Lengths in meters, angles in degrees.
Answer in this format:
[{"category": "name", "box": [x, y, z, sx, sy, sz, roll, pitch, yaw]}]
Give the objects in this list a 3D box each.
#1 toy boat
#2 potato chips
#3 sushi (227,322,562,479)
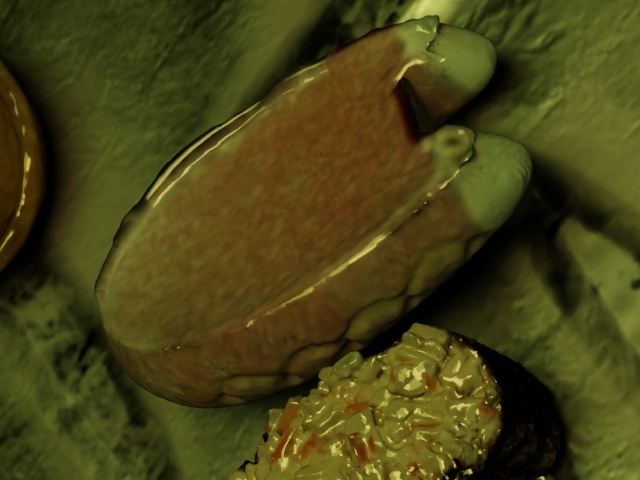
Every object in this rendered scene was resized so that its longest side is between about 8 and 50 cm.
[{"category": "toy boat", "box": [0.000, 0.000, 0.921, 0.227, 0.085, 0.155, -33, 41, 18]}, {"category": "potato chips", "box": [-0.219, -0.047, 1.099, 0.201, 0.049, 0.150, 14, 89, 34]}, {"category": "sushi", "box": [0.028, 0.101, 0.873, 0.150, 0.078, 0.090, -40, 59, 20]}]
